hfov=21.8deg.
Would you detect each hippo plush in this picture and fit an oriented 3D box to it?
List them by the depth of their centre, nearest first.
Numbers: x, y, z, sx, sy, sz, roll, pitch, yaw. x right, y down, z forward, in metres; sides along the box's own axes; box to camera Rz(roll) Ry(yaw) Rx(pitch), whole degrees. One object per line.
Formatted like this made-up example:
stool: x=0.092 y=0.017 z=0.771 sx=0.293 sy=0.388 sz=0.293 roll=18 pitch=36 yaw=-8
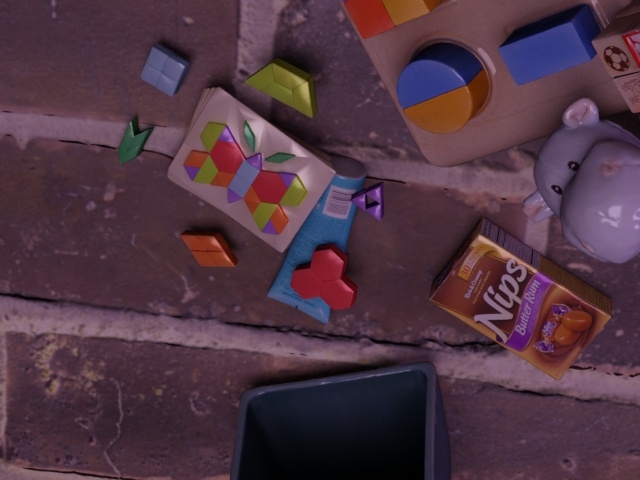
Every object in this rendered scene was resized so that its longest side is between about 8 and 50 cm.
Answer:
hippo plush: x=0.350 y=-0.074 z=1.694 sx=0.237 sy=0.294 sz=0.234 roll=18 pitch=118 yaw=-19

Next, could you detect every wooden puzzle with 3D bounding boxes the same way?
wooden puzzle: x=0.160 y=-0.241 z=1.740 sx=0.322 sy=0.080 sz=0.347 roll=-17 pitch=114 yaw=39

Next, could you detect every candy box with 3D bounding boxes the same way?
candy box: x=0.234 y=0.069 z=1.945 sx=0.187 sy=0.053 sz=0.109 roll=32 pitch=116 yaw=-5

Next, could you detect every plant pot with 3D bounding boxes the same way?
plant pot: x=0.044 y=0.335 z=2.002 sx=0.247 sy=0.247 sz=0.252 roll=-9 pitch=129 yaw=13

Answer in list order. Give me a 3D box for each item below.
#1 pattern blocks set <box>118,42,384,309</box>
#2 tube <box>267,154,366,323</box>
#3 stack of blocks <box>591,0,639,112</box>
pattern blocks set: x=-0.081 y=-0.078 z=1.904 sx=0.325 sy=0.026 sz=0.285 roll=23 pitch=121 yaw=11
tube: x=0.000 y=0.000 z=1.953 sx=0.080 sy=0.052 sz=0.207 roll=26 pitch=120 yaw=13
stack of blocks: x=0.426 y=-0.254 z=1.635 sx=0.171 sy=0.297 sz=0.087 roll=-9 pitch=119 yaw=56
